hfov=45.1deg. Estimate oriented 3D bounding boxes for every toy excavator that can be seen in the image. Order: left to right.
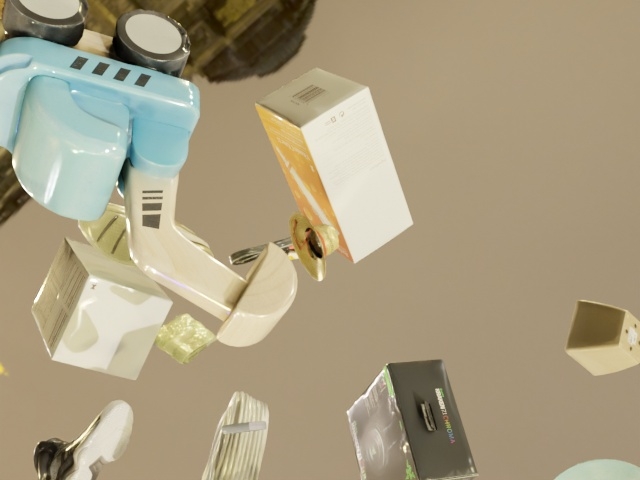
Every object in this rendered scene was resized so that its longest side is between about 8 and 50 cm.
[{"bbox_3d":[-0.255,-0.087,1.041,0.222,0.432,0.445,-52,-146,45],"label":"toy excavator"}]

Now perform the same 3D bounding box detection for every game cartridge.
[{"bbox_3d":[-0.118,0.299,1.235,0.056,0.083,0.017,-7,-104,13],"label":"game cartridge"}]

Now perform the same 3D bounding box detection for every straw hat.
[{"bbox_3d":[0.000,0.000,1.451,0.061,0.144,0.144,-20,-152,-22],"label":"straw hat"}]

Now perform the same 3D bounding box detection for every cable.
[{"bbox_3d":[-0.166,0.422,1.481,0.257,0.089,0.257,132,-25,-75],"label":"cable"},{"bbox_3d":[-0.119,0.033,2.238,0.139,0.287,0.072,-32,-102,48],"label":"cable"}]

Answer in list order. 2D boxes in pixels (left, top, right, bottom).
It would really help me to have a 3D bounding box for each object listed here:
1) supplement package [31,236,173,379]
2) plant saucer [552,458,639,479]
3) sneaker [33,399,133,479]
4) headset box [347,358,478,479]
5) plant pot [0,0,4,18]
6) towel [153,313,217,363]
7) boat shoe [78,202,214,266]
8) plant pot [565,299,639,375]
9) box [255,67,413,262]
[{"bbox_3d":[-0.493,0.148,1.720,0.262,0.199,0.198,33,-82,56],"label":"supplement package"},{"bbox_3d":[0.381,0.388,1.044,0.195,0.195,0.037,-42,177,3],"label":"plant saucer"},{"bbox_3d":[-0.490,0.417,1.552,0.153,0.101,0.269,29,-89,37],"label":"sneaker"},{"bbox_3d":[0.181,0.405,1.575,0.283,0.131,0.246,119,-35,-52],"label":"headset box"},{"bbox_3d":[-0.569,-0.496,1.305,0.236,0.236,0.032,-42,-143,3],"label":"plant pot"},{"bbox_3d":[-0.310,0.220,1.752,0.027,0.110,0.148,-64,167,26],"label":"towel"},{"bbox_3d":[-0.370,-0.007,1.619,0.113,0.302,0.103,-54,-146,12],"label":"boat shoe"},{"bbox_3d":[0.528,0.178,1.411,0.096,0.109,0.109,-9,-129,50],"label":"plant pot"},{"bbox_3d":[0.032,-0.161,1.647,0.168,0.345,0.215,-33,-146,-15],"label":"box"}]
